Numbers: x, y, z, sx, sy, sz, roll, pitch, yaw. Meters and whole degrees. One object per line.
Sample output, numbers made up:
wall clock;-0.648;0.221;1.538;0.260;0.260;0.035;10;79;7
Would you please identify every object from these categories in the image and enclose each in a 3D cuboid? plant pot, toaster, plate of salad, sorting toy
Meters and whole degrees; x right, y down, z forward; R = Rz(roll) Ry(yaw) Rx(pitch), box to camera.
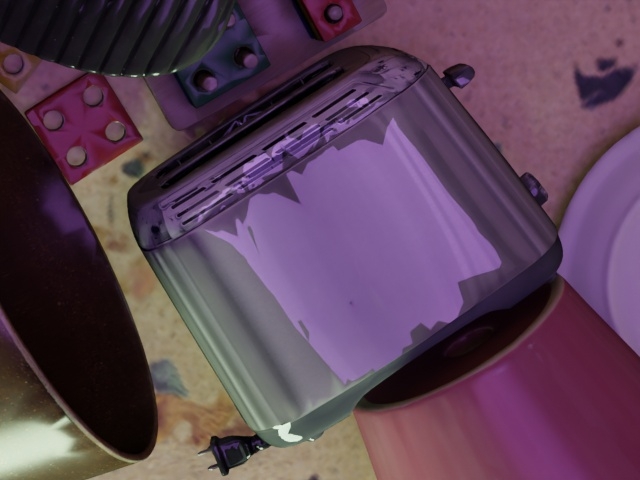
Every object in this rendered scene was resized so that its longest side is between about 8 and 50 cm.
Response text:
plant pot;0.114;0.124;0.998;0.201;0.201;0.180;-34;103;-6
toaster;0.000;0.000;0.984;0.227;0.129;0.146;-33;102;-2
plant pot;-0.230;0.056;0.913;0.230;0.215;0.215;-26;106;8
plate of salad;0.228;0.019;1.083;0.200;0.048;0.199;0;98;-3
sorting toy;-0.055;-0.138;0.985;0.275;0.046;0.132;-30;106;-6

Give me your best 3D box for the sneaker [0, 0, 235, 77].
sneaker;-0.177;-0.184;0.871;0.331;0.146;0.122;31;98;2
